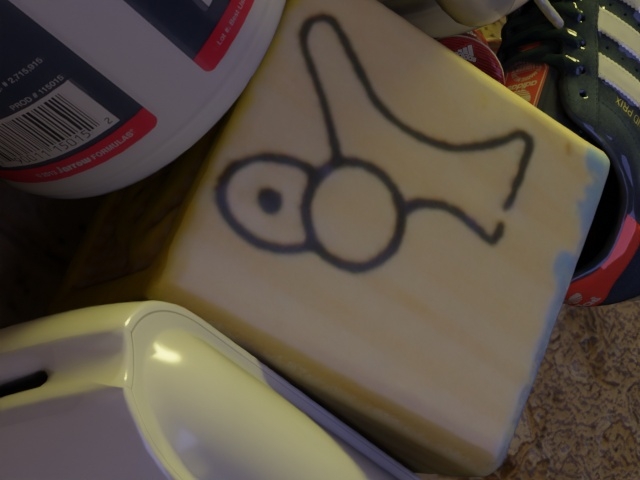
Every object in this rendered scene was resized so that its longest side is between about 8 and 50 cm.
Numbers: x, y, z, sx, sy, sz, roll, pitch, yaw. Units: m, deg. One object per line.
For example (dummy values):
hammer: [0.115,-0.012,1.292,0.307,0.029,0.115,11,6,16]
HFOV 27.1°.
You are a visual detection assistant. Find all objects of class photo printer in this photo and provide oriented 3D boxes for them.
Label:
photo printer: [-0.097,0.149,0.627,0.307,0.256,0.107,43,32,-44]

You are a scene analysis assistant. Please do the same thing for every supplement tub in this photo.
supplement tub: [-0.157,-0.155,0.550,0.272,0.191,0.191,39,67,-45]

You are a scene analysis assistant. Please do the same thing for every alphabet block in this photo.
alphabet block: [0.000,0.000,0.705,0.197,0.193,0.192,31,69,-19]

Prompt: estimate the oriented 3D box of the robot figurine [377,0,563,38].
robot figurine: [0.029,-0.245,0.733,0.353,0.200,0.300,37,31,-46]

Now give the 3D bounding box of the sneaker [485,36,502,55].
sneaker: [0.160,-0.094,1.026,0.134,0.051,0.070,34,66,-38]

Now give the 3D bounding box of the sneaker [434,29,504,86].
sneaker: [0.069,-0.047,0.906,0.128,0.087,0.221,-72,-174,-66]

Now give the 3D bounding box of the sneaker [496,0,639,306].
sneaker: [0.165,-0.123,0.914,0.148,0.131,0.350,-11,89,-42]
